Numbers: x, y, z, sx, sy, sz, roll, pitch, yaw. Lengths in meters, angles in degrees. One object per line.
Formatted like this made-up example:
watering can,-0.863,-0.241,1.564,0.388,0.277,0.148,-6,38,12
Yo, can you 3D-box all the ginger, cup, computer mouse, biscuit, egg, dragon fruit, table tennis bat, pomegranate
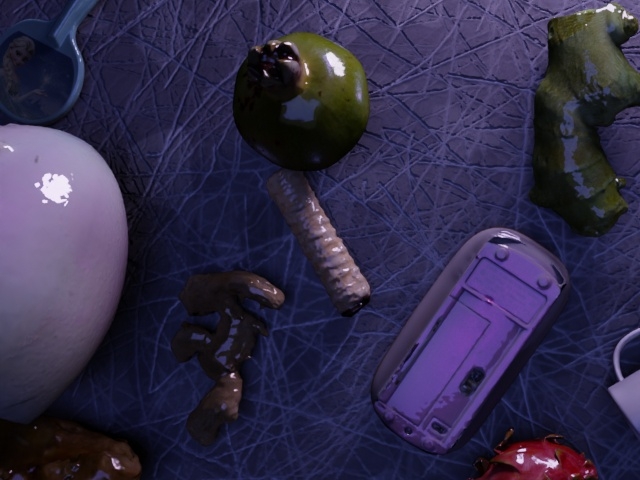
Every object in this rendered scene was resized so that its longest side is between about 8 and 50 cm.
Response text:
ginger,-0.151,0.156,1.172,0.149,0.065,0.258,24,103,22
ginger,-0.412,0.320,1.179,0.321,0.172,0.165,2,72,-8
cup,0.434,0.183,1.049,0.133,0.136,0.099,-35,120,11
computer mouse,0.193,0.131,1.093,0.158,0.072,0.310,34,98,7
biscuit,0.000,0.000,1.133,0.061,0.055,0.219,-34,86,26
egg,-0.409,0.008,1.083,0.355,0.354,0.339,34,78,8
ginger,0.334,-0.152,1.048,0.137,0.089,0.289,11,93,2
dragon fruit,0.266,0.315,1.065,0.166,0.133,0.136,-15,47,10
table tennis bat,-0.389,-0.275,1.210,0.149,0.038,0.237,40,102,7
pomegranate,-0.019,-0.181,1.056,0.179,0.210,0.179,1,85,-13
